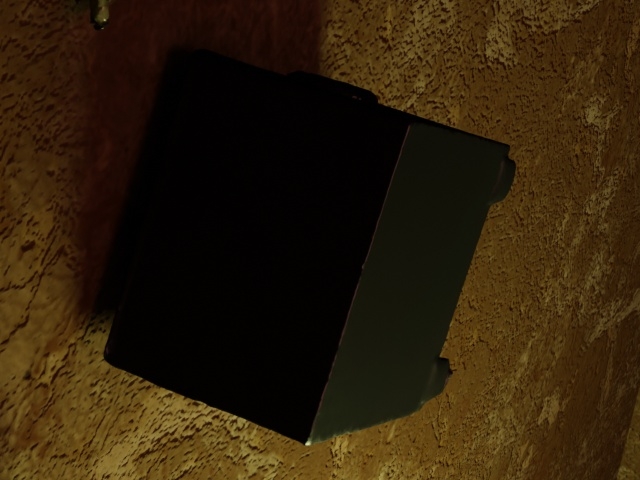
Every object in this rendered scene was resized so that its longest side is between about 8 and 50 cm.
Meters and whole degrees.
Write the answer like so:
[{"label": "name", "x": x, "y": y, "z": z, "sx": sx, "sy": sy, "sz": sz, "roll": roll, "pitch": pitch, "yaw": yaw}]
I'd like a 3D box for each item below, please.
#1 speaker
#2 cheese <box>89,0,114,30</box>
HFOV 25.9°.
[{"label": "speaker", "x": 0.000, "y": 0.000, "z": 1.017, "sx": 0.254, "sy": 0.184, "sz": 0.232, "roll": 0, "pitch": 109, "yaw": -66}, {"label": "cheese", "x": -0.113, "y": -0.171, "z": 0.835, "sx": 0.084, "sy": 0.041, "sz": 0.060, "roll": -32, "pitch": 131, "yaw": -29}]
